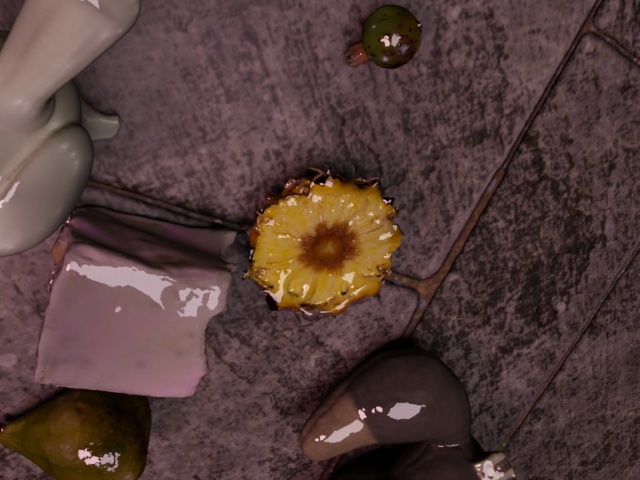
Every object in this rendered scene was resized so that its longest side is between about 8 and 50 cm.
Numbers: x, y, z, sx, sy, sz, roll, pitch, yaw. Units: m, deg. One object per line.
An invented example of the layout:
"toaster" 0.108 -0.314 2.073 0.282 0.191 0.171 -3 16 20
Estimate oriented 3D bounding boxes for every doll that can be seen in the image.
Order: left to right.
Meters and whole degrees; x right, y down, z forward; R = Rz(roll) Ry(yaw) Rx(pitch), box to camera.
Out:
"doll" 0.081 0.378 0.876 0.382 0.252 0.378 -25 89 -11

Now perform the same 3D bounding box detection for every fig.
"fig" -0.296 0.229 0.673 0.185 0.133 0.126 12 146 -21

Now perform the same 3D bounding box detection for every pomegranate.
"pomegranate" 0.070 -0.220 0.626 0.084 0.073 0.073 -37 122 -1

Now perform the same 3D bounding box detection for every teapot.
"teapot" -0.257 -0.085 0.436 0.149 0.318 0.220 35 72 -12

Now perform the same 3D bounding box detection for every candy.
"candy" -0.208 0.064 0.624 0.195 0.137 0.184 14 109 -24

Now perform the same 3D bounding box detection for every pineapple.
"pineapple" 0.000 0.000 0.705 0.225 0.076 0.224 -8 119 -14
